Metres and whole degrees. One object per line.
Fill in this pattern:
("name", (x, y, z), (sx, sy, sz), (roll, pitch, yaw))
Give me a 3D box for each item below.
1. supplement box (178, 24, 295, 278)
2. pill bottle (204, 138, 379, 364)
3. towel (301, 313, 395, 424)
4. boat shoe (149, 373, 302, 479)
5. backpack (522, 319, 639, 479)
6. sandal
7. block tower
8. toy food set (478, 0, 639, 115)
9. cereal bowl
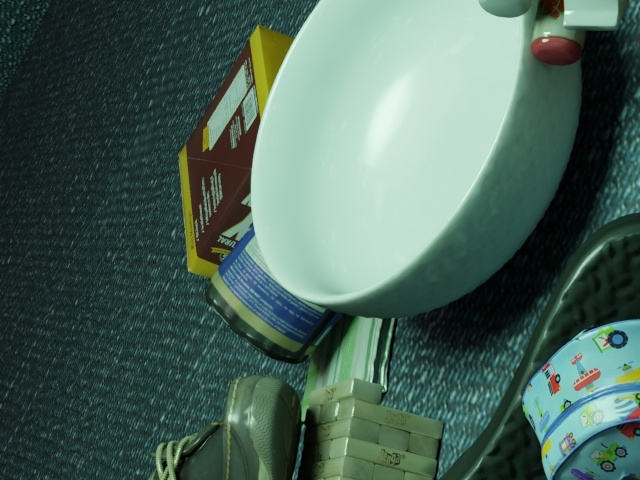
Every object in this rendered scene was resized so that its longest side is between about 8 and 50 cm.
("supplement box", (-0.045, -0.077, 1.920), (0.194, 0.129, 0.191), (-56, 27, 33))
("pill bottle", (0.000, 0.000, 1.742), (0.219, 0.123, 0.123), (-52, 26, 10))
("towel", (0.028, 0.111, 1.755), (0.152, 0.023, 0.113), (-33, 41, 59))
("boat shoe", (-0.096, 0.240, 1.642), (0.355, 0.130, 0.132), (100, -179, -49))
("backpack", (0.211, 0.123, 1.099), (0.158, 0.173, 0.117), (126, 156, -50))
("sandal", (0.154, 0.181, 1.280), (0.446, 0.167, 0.107), (-57, 0, 14))
("block tower", (0.021, 0.290, 1.535), (0.091, 0.097, 0.335), (-25, 52, 60))
("toy food set", (0.226, -0.145, 1.330), (0.232, 0.111, 0.104), (4, 72, 22))
("cereal bowl", (0.096, -0.088, 1.551), (0.339, 0.141, 0.339), (-29, 51, 42))
